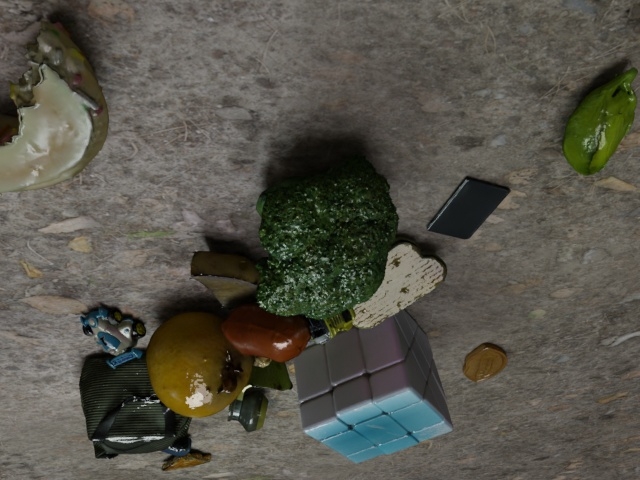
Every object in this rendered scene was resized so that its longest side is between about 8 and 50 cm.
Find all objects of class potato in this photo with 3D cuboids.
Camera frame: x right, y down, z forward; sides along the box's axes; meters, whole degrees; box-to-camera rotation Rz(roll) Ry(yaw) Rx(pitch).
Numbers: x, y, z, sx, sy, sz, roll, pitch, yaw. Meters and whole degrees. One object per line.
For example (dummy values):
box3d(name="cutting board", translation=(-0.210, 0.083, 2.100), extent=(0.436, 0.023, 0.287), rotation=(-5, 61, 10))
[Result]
box3d(name="potato", translation=(-0.203, 0.078, 1.473), extent=(0.138, 0.098, 0.243), rotation=(-6, 156, 8))

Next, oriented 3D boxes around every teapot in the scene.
box3d(name="teapot", translation=(-0.226, 0.520, 1.983), extent=(0.119, 0.130, 0.165), rotation=(13, 103, -2))

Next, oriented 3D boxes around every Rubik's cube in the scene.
box3d(name="Rubik's cube", translation=(0.138, 0.382, 1.729), extent=(0.316, 0.319, 0.322), rotation=(-25, 137, 16))

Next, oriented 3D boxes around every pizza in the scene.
box3d(name="pizza", translation=(-0.504, 0.798, 2.275), extent=(0.185, 0.036, 0.176), rotation=(-15, 150, 4))

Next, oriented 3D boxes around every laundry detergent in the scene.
box3d(name="laundry detergent", translation=(-0.546, 0.683, 2.141), extent=(0.097, 0.061, 0.206), rotation=(-27, 136, 36))

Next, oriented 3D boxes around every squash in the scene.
box3d(name="squash", translation=(-0.156, 0.363, 1.817), extent=(0.192, 0.184, 0.085), rotation=(14, 95, -27))

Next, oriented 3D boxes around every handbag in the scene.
box3d(name="handbag", translation=(-0.514, 0.475, 1.782), extent=(0.341, 0.240, 0.247), rotation=(-2, 143, -10))

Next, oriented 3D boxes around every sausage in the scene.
box3d(name="sausage", translation=(-0.132, 0.210, 1.472), extent=(0.258, 0.133, 0.133), rotation=(2, 153, 44))

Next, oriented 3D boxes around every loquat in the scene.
box3d(name="loquat", translation=(-0.306, 0.320, 1.614), extent=(0.275, 0.275, 0.275), rotation=(-5, 138, -4))

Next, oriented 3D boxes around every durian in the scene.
box3d(name="durian", translation=(0.568, -0.231, 1.287), extent=(0.139, 0.101, 0.250), rotation=(-38, 144, -22))

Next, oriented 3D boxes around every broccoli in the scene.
box3d(name="broccoli", translation=(0.006, -0.006, 1.291), extent=(0.321, 0.310, 0.413), rotation=(-13, 157, 5))

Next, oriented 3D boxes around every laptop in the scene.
box3d(name="laptop", translation=(0.348, -0.072, 1.485), extent=(0.129, 0.016, 0.180), rotation=(12, 134, -22))

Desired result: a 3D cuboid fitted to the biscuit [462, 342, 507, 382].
box3d(name="biscuit", translation=(0.535, 0.401, 2.038), extent=(0.142, 0.029, 0.220), rotation=(-5, 138, -5))

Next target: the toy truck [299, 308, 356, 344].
box3d(name="toy truck", translation=(-0.024, 0.189, 1.578), extent=(0.157, 0.124, 0.272), rotation=(-28, -179, -36))

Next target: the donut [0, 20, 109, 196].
box3d(name="donut", translation=(-0.540, -0.218, 1.062), extent=(0.371, 0.150, 0.307), rotation=(-8, 139, -1))

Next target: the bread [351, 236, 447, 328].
box3d(name="bread", translation=(0.163, 0.091, 1.564), extent=(0.286, 0.056, 0.207), rotation=(-31, 111, 9))

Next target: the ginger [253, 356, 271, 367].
box3d(name="ginger", translation=(-0.140, 0.272, 1.700), extent=(0.096, 0.165, 0.067), rotation=(15, 131, 30))

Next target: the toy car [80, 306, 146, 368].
box3d(name="toy car", translation=(-0.542, 0.251, 1.626), extent=(0.126, 0.098, 0.161), rotation=(-24, 138, 14))
